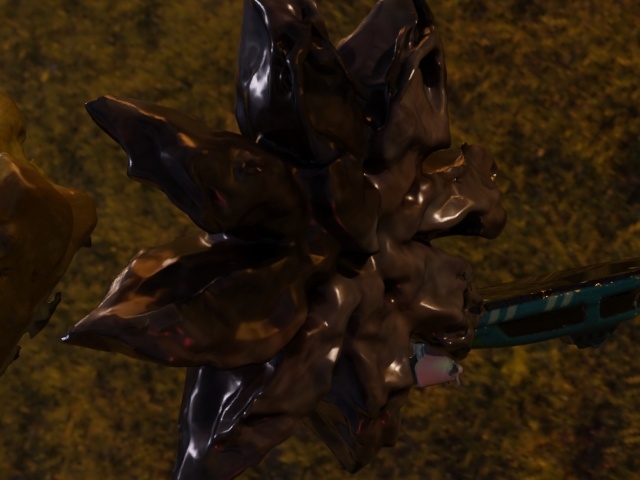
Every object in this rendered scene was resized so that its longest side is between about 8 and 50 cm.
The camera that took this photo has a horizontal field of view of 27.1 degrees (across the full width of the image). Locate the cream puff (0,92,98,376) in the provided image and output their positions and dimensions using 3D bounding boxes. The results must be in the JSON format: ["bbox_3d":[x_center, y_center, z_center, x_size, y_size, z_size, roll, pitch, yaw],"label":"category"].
[{"bbox_3d":[-0.373,0.033,1.155,0.323,0.270,0.274,-57,7,24],"label":"cream puff"}]

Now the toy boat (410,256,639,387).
[{"bbox_3d":[0.234,0.088,1.414,0.134,0.298,0.092,172,87,-83],"label":"toy boat"}]

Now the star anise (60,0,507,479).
[{"bbox_3d":[-0.002,0.001,0.762,0.117,0.331,0.332,12,78,50],"label":"star anise"}]
